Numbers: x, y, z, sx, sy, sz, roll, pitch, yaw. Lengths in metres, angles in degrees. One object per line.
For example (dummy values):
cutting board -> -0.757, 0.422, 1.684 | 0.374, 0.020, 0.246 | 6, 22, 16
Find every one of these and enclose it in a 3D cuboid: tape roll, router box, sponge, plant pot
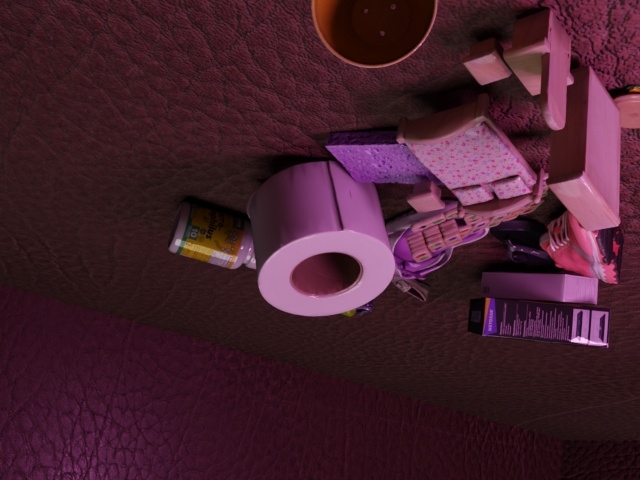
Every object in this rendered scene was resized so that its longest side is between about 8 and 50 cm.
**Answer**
tape roll -> 0.000, 0.000, 1.406 | 0.246, 0.169, 0.246 | -6, 140, -5
router box -> 0.449, 0.171, 1.656 | 0.242, 0.081, 0.309 | 5, 176, 5
sponge -> 0.123, -0.133, 1.265 | 0.210, 0.031, 0.117 | 4, 153, 34
plant pot -> 0.063, -0.256, 0.870 | 0.134, 0.134, 0.095 | 9, -172, 7

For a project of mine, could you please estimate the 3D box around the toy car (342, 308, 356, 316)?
toy car -> 0.012, 0.066, 1.792 | 0.155, 0.149, 0.188 | 15, 152, 22

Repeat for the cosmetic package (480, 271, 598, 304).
cosmetic package -> 0.455, 0.098, 1.645 | 0.098, 0.061, 0.239 | 9, 174, -30

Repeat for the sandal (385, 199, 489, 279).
sandal -> 0.195, 0.024, 1.590 | 0.169, 0.102, 0.416 | 15, 159, -11

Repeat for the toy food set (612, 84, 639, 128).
toy food set -> 0.416, -0.174, 1.031 | 0.083, 0.020, 0.082 | 19, 159, -21

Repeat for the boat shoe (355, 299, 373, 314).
boat shoe -> 0.067, 0.151, 2.059 | 0.183, 0.083, 0.065 | -8, 153, 44

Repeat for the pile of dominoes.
pile of dominoes -> 0.273, -0.026, 1.328 | 0.251, 0.040, 0.196 | -21, 163, 11

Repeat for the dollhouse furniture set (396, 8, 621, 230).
dollhouse furniture set -> 0.200, -0.097, 1.047 | 0.355, 0.174, 0.303 | -12, 144, 38

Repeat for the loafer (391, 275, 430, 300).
loafer -> 0.221, 0.115, 1.935 | 0.125, 0.039, 0.045 | 22, 159, -29

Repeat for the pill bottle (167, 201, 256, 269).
pill bottle -> -0.223, -0.003, 1.737 | 0.208, 0.118, 0.117 | 18, 160, -16

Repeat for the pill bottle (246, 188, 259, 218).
pill bottle -> -0.075, -0.036, 1.572 | 0.107, 0.108, 0.180 | 3, 159, 24

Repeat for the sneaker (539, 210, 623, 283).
sneaker -> 0.446, 0.001, 1.368 | 0.136, 0.116, 0.314 | 3, 159, 27

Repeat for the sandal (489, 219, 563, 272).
sandal -> 0.415, 0.021, 1.533 | 0.097, 0.055, 0.254 | -5, 155, 39
